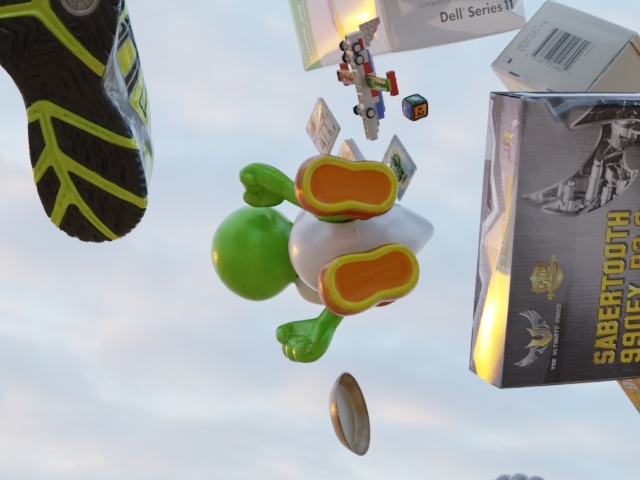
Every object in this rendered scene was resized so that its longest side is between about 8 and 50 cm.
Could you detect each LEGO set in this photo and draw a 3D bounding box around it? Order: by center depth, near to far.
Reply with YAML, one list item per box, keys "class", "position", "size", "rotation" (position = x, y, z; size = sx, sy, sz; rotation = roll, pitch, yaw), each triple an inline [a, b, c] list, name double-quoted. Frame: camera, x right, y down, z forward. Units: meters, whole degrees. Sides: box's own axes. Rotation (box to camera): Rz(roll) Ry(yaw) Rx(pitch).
- class: "LEGO set"
  position: [0.067, -0.128, 1.650]
  size: [0.060, 0.182, 0.244]
  rotation: [-22, -21, -23]

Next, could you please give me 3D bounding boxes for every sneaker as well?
- class: "sneaker"
  position: [-0.253, -0.195, 1.461]
  size: [0.145, 0.384, 0.147]
  rotation: [-4, 20, 1]

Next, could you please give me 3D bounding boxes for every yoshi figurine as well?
- class: "yoshi figurine"
  position: [-0.025, 0.012, 1.565]
  size: [0.203, 0.203, 0.362]
  rotation: [37, -11, -6]

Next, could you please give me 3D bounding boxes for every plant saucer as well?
- class: "plant saucer"
  position: [0.026, 0.169, 1.404]
  size: [0.015, 0.083, 0.083]
  rotation: [-15, -28, 19]

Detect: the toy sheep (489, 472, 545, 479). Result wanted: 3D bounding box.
- class: "toy sheep"
  position: [0.191, 0.269, 1.414]
  size: [0.132, 0.091, 0.091]
  rotation: [-14, -29, 24]

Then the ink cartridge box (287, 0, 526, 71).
- class: "ink cartridge box"
  position: [0.124, -0.306, 1.892]
  size: [0.207, 0.119, 0.353]
  rotation: [-14, 7, -23]

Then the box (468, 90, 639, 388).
- class: "box"
  position: [0.217, -0.004, 1.156]
  size: [0.183, 0.231, 0.056]
  rotation: [-1, 12, -24]

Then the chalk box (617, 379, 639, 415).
- class: "chalk box"
  position: [0.412, 0.113, 1.500]
  size: [0.132, 0.132, 0.213]
  rotation: [53, -22, -20]

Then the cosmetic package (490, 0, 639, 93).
- class: "cosmetic package"
  position: [0.351, -0.130, 1.709]
  size: [0.309, 0.113, 0.160]
  rotation: [44, -5, -41]
